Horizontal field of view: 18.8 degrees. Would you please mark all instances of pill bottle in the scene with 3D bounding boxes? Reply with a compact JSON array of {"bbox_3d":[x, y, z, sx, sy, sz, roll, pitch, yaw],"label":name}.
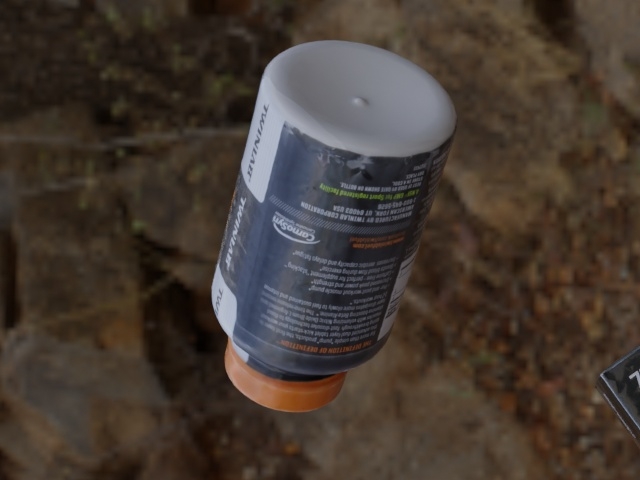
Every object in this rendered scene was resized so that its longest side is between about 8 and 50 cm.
[{"bbox_3d":[0.000,0.000,1.290,0.130,0.130,0.245,-86,10,-53],"label":"pill bottle"}]

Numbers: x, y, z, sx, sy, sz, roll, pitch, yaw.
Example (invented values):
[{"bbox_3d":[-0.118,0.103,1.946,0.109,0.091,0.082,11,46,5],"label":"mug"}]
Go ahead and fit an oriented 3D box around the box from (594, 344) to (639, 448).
[{"bbox_3d":[0.249,0.075,0.940,0.147,0.180,0.077,54,-179,10],"label":"box"}]
